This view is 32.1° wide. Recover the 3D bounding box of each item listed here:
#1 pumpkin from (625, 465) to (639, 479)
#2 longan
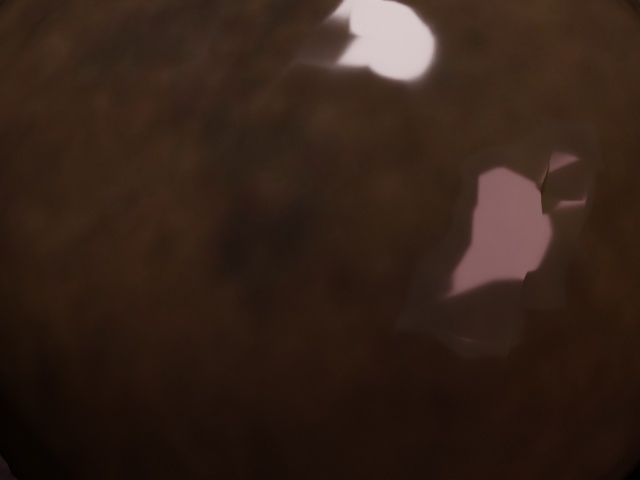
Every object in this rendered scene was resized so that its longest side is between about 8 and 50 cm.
[{"bbox_3d":[0.315,0.155,0.993,0.202,0.140,0.202,8,72,-26],"label":"pumpkin"},{"bbox_3d":[-0.006,0.006,0.627,0.404,0.436,0.404,-45,149,-36],"label":"longan"}]
